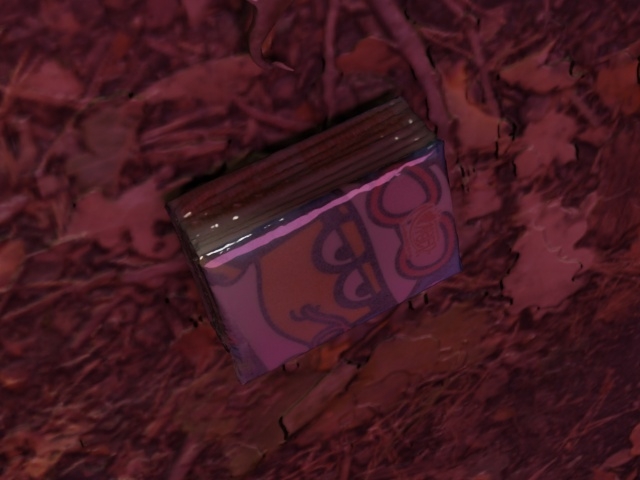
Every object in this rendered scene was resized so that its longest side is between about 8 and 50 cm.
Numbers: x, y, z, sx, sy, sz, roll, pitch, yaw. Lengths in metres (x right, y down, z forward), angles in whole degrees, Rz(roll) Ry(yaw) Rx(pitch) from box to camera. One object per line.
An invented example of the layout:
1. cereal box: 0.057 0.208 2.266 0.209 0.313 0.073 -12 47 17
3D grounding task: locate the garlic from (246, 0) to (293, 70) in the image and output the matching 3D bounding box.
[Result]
1. garlic: -0.030 -0.168 0.553 0.266 0.149 0.128 43 62 -43

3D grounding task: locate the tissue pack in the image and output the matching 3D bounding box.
1. tissue pack: 0.000 0.000 0.735 0.155 0.065 0.115 -27 139 -12
